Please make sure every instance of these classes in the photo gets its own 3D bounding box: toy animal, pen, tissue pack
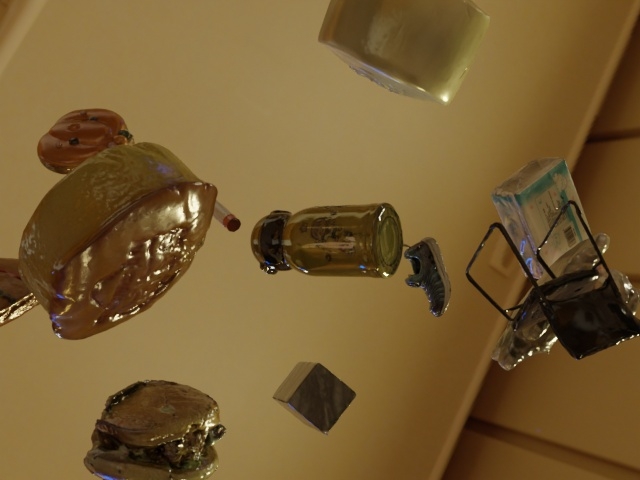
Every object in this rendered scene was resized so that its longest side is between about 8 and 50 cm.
[{"bbox_3d":[0.520,0.170,1.734,0.307,0.188,0.266,-60,-166,-17],"label":"toy animal"},{"bbox_3d":[-0.201,-0.075,1.390,0.028,0.028,0.239,-56,-136,4],"label":"pen"},{"bbox_3d":[0.578,-0.059,2.142,0.201,0.271,0.124,-34,-159,-19],"label":"tissue pack"}]

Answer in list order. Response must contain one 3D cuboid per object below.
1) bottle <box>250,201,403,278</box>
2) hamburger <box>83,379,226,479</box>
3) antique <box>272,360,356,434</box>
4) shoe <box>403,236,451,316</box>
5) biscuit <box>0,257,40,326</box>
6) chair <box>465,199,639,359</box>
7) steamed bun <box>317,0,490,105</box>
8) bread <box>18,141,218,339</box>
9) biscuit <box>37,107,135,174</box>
[{"bbox_3d":[0.000,0.000,1.915,0.352,0.171,0.171,0,-123,26],"label":"bottle"},{"bbox_3d":[-0.365,0.448,1.906,0.277,0.318,0.195,11,-82,20],"label":"hamburger"},{"bbox_3d":[-0.016,0.268,1.427,0.086,0.088,0.183,-50,-175,-14],"label":"antique"},{"bbox_3d":[0.265,0.096,2.093,0.091,0.106,0.207,121,-47,-74],"label":"shoe"},{"bbox_3d":[-0.661,0.086,1.534,0.277,0.262,0.052,-33,136,-51],"label":"biscuit"},{"bbox_3d":[0.329,0.079,1.148,0.145,0.140,0.221,102,-34,-55],"label":"chair"},{"bbox_3d":[0.130,-0.337,1.299,0.155,0.250,0.200,-69,-175,-78],"label":"steamed bun"},{"bbox_3d":[-0.253,0.003,1.048,0.270,0.148,0.270,-42,164,-16],"label":"bread"},{"bbox_3d":[-0.417,-0.184,1.476,0.170,0.171,0.050,-88,175,-46],"label":"biscuit"}]
